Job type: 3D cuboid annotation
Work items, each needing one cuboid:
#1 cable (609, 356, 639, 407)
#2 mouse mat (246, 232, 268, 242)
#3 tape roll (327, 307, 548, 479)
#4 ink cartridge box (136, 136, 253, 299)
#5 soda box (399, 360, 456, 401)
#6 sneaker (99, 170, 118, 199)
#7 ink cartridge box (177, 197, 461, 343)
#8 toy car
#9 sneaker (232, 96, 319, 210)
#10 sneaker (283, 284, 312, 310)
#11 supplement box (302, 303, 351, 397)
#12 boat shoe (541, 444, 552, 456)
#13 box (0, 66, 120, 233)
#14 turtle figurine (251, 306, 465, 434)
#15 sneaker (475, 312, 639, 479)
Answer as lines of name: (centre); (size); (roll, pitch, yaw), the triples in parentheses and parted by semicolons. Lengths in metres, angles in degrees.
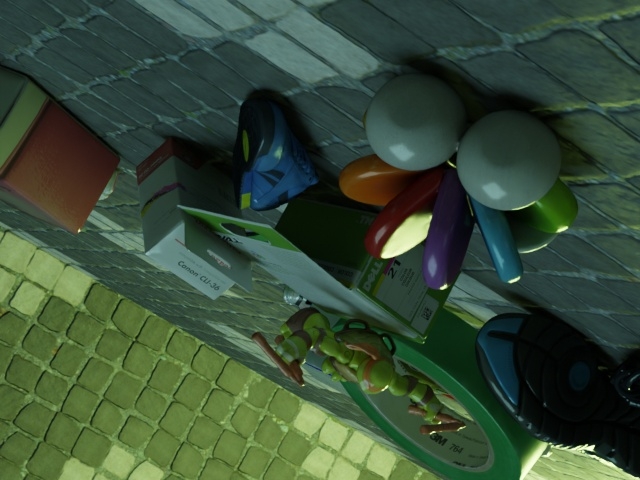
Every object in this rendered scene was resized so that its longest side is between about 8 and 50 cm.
cable: (0.387, 0.169, 1.532); (0.151, 0.047, 0.184); (25, 168, 6)
mouse mat: (-0.046, 0.029, 2.042); (0.153, 0.007, 0.190); (31, 167, -18)
tape roll: (0.155, 0.202, 1.918); (0.321, 0.077, 0.321); (33, 155, 18)
ink cartridge box: (-0.146, -0.014, 1.652); (0.115, 0.067, 0.198); (36, -154, -34)
soda box: (0.174, 0.186, 2.080); (0.181, 0.061, 0.058); (26, 168, 10)
sneaker: (-0.361, -0.096, 2.092); (0.075, 0.063, 0.170); (34, 163, -29)
ink cartridge box: (0.000, 0.000, 1.573); (0.255, 0.097, 0.189); (37, 166, -35)
toy car: (0.099, -0.031, 1.084); (0.182, 0.136, 0.159); (24, 168, 18)
sneaker: (-0.040, -0.086, 1.398); (0.082, 0.069, 0.209); (-4, 162, -8)
sneaker: (-0.013, 0.093, 2.153); (0.044, 0.040, 0.109); (8, 170, 33)
supplement box: (0.042, 0.167, 2.167); (0.114, 0.111, 0.220); (24, 170, 19)
boat shoe: (0.307, 0.293, 2.178); (0.096, 0.088, 0.267); (29, 169, -8)
box: (-0.398, -0.125, 1.873); (0.149, 0.126, 0.232); (21, 167, 32)
turtle figurine: (0.027, 0.127, 1.601); (0.270, 0.087, 0.217); (22, 180, -20)
sneaker: (0.277, 0.185, 1.669); (0.341, 0.125, 0.140); (36, 168, -33)
